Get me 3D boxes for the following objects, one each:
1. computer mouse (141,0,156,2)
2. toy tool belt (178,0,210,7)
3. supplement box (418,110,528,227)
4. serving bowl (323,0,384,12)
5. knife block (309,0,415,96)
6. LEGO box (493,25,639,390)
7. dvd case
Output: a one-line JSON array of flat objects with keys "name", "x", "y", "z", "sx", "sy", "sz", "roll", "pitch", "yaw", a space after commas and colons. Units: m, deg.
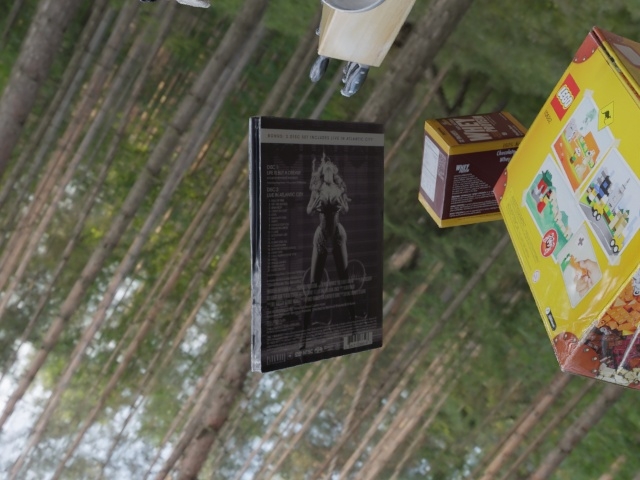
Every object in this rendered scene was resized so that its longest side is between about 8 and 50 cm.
[{"name": "computer mouse", "x": -0.122, "y": -0.325, "z": 1.080, "sx": 0.193, "sy": 0.106, "sz": 0.042, "roll": 9, "pitch": -161, "yaw": 8}, {"name": "toy tool belt", "x": -0.207, "y": -0.397, "z": 1.432, "sx": 0.083, "sy": 0.051, "sz": 0.052, "roll": 14, "pitch": 178, "yaw": 16}, {"name": "supplement box", "x": 0.325, "y": -0.152, "z": 1.941, "sx": 0.191, "sy": 0.194, "sz": 0.129, "roll": -8, "pitch": -146, "yaw": -14}, {"name": "serving bowl", "x": 0.034, "y": -0.232, "z": 0.778, "sx": 0.083, "sy": 0.083, "sz": 0.027, "roll": 42, "pitch": -165, "yaw": 19}, {"name": "knife block", "x": 0.049, "y": -0.277, "z": 1.185, "sx": 0.088, "sy": 0.242, "sz": 0.275, "roll": 9, "pitch": -153, "yaw": -9}, {"name": "LEGO box", "x": 0.503, "y": -0.062, "z": 1.516, "sx": 0.193, "sy": 0.372, "sz": 0.500, "roll": 16, "pitch": -145, "yaw": -17}, {"name": "dvd case", "x": 0.000, "y": 0.000, "z": 0.840, "sx": 0.018, "sy": 0.221, "sz": 0.165, "roll": 5, "pitch": -173, "yaw": 44}]
